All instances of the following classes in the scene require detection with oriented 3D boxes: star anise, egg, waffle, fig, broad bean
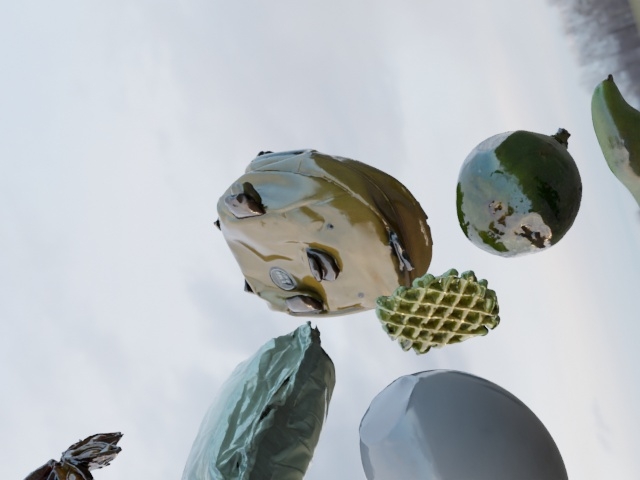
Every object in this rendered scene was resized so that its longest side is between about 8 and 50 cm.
[{"bbox_3d":[-0.393,0.372,1.787,0.212,0.157,0.053,-36,-65,-38],"label":"star anise"},{"bbox_3d":[0.148,0.229,1.087,0.232,0.176,0.176,35,-147,-21],"label":"egg"},{"bbox_3d":[0.177,0.107,1.652,0.169,0.183,0.036,58,-161,-44],"label":"waffle"},{"bbox_3d":[0.319,-0.085,1.673,0.245,0.195,0.195,-35,-70,-38],"label":"fig"},{"bbox_3d":[0.437,-0.074,1.468,0.325,0.075,0.067,65,-152,-16],"label":"broad bean"}]

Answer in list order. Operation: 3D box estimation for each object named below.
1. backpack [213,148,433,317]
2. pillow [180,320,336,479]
[{"bbox_3d":[0.002,-0.006,1.913,0.353,0.378,0.201,61,-139,-29],"label":"backpack"},{"bbox_3d":[-0.094,0.269,1.319,0.138,0.283,0.310,27,-136,-6],"label":"pillow"}]
